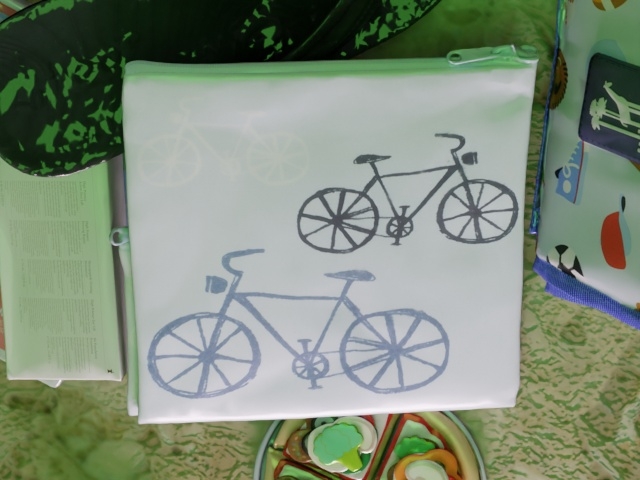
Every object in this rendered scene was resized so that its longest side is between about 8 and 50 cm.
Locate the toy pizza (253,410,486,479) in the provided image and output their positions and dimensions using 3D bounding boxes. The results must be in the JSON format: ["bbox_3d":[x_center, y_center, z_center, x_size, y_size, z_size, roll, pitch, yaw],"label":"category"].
[{"bbox_3d":[0.041,0.214,1.545,0.201,0.032,0.201,2,106,8],"label":"toy pizza"}]

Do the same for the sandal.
[{"bbox_3d":[-0.052,-0.178,1.363,0.445,0.107,0.167,-31,107,-2],"label":"sandal"}]

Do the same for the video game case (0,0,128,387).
[{"bbox_3d":[-0.246,-0.042,1.517,0.204,0.025,0.285,29,107,-1],"label":"video game case"}]

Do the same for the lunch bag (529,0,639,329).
[{"bbox_3d":[0.350,-0.087,1.319,0.385,0.239,0.328,13,108,21],"label":"lunch bag"}]

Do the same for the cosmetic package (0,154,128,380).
[{"bbox_3d":[-0.208,-0.008,1.476,0.099,0.060,0.239,1,106,9],"label":"cosmetic package"}]

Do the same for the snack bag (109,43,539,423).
[{"bbox_3d":[0.000,0.000,1.413,0.323,0.037,0.342,-2,123,-3],"label":"snack bag"}]
